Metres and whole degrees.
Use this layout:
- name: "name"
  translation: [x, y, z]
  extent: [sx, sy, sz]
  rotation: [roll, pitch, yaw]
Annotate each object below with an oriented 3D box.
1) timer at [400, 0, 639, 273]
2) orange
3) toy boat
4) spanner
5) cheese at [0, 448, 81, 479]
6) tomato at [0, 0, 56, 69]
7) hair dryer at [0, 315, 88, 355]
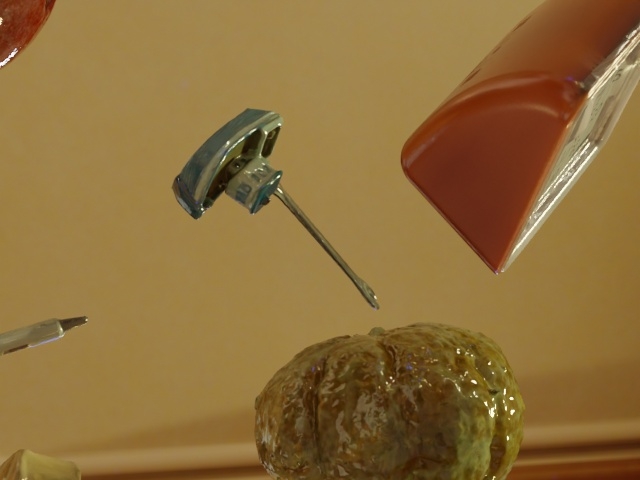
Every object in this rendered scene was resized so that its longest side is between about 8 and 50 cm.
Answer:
- name: "timer"
  translation: [0.229, -0.139, 1.371]
  extent: [0.161, 0.257, 0.250]
  rotation: [43, -37, 1]
- name: "orange"
  translation: [0.103, 0.255, 1.871]
  extent: [0.210, 0.369, 0.270]
  rotation: [-159, -119, -80]
- name: "toy boat"
  translation: [-0.102, -0.087, 1.783]
  extent: [0.215, 0.102, 0.088]
  rotation: [-44, 162, -45]
- name: "spanner"
  translation: [0.000, 0.000, 2.338]
  extent: [0.302, 0.017, 0.071]
  rotation: [49, 11, -10]
- name: "cheese"
  translation: [-0.434, 0.436, 1.956]
  extent: [0.384, 0.104, 0.384]
  rotation: [-56, -159, 36]
- name: "tomato"
  translation: [-0.361, -0.346, 1.486]
  extent: [0.338, 0.144, 0.338]
  rotation: [-12, 90, -85]
- name: "hair dryer"
  translation: [-0.369, 0.133, 1.737]
  extent: [0.155, 0.183, 0.044]
  rotation: [101, -24, -52]
